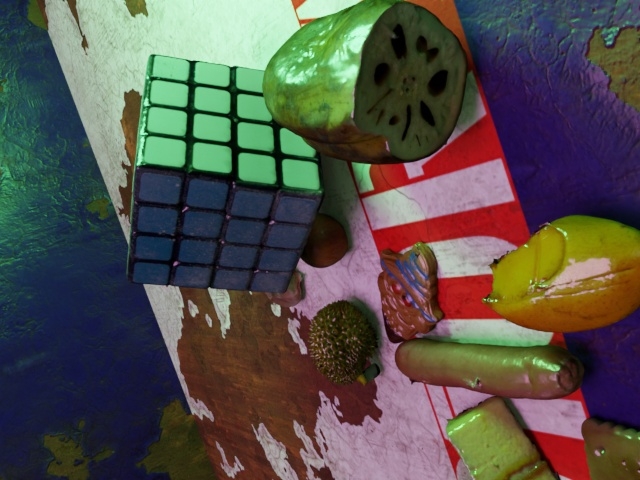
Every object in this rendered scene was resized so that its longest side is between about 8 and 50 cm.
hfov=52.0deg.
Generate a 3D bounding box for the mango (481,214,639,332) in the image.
[{"bbox_3d":[0.344,0.047,0.890,0.252,0.126,0.153,-25,76,53],"label":"mango"}]

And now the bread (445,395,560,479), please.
[{"bbox_3d":[0.330,0.426,1.179,0.178,0.142,0.266,-46,71,41],"label":"bread"}]

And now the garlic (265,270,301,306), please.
[{"bbox_3d":[-0.108,0.089,1.679,0.124,0.099,0.174,128,121,-77],"label":"garlic"}]

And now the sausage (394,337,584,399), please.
[{"bbox_3d":[0.274,0.220,1.140,0.094,0.094,0.419,35,158,-23],"label":"sausage"}]

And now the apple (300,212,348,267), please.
[{"bbox_3d":[0.000,-0.003,1.426,0.126,0.102,0.126,44,148,37],"label":"apple"}]

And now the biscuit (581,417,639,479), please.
[{"bbox_3d":[0.517,0.373,0.903,0.325,0.044,0.217,0,108,58],"label":"biscuit"}]

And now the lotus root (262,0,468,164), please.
[{"bbox_3d":[0.050,-0.249,1.058,0.346,0.251,0.250,16,122,54],"label":"lotus root"}]

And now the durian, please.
[{"bbox_3d":[0.040,0.230,1.467,0.159,0.146,0.198,33,131,48],"label":"durian"}]

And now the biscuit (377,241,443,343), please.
[{"bbox_3d":[0.168,0.112,1.303,0.183,0.043,0.280,51,143,32],"label":"biscuit"}]

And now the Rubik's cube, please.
[{"bbox_3d":[-0.202,-0.123,1.329,0.344,0.338,0.343,110,159,-47],"label":"Rubik's cube"}]
